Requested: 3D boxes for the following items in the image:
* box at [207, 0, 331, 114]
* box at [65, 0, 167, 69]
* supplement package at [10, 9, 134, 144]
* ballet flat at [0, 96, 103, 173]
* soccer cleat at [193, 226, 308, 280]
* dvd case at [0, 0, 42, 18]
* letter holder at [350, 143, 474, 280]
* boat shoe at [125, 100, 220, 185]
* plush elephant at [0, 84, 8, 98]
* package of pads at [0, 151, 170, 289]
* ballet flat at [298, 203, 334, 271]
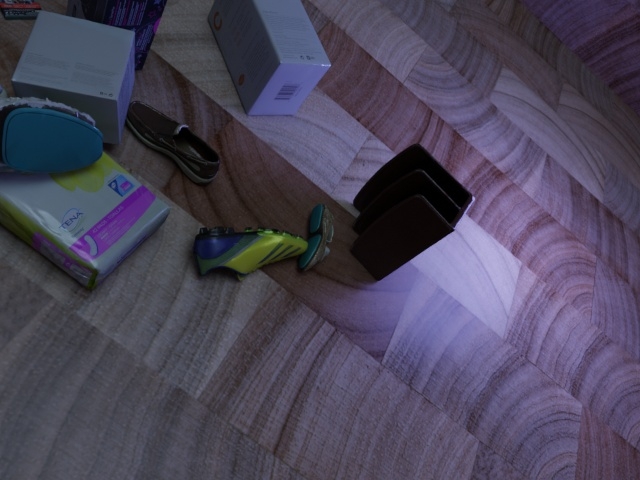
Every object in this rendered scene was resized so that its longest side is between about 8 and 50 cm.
[{"bbox_3d":[-0.149,-0.548,1.466,0.168,0.215,0.346,-11,71,-37],"label":"box"},{"bbox_3d":[-0.474,-0.529,1.218,0.142,0.247,0.164,-21,76,-40],"label":"box"},{"bbox_3d":[-0.507,-0.339,1.130,0.194,0.149,0.203,9,59,-14],"label":"supplement package"},{"bbox_3d":[-0.561,-0.191,0.878,0.408,0.147,0.147,-14,71,-56],"label":"ballet flat"},{"bbox_3d":[-0.157,0.030,1.228,0.289,0.093,0.121,0,94,-38],"label":"soccer cleat"},{"bbox_3d":[-0.707,-0.564,1.241,0.087,0.013,0.120,-21,78,-39],"label":"dvd case"},{"bbox_3d":[0.192,-0.071,1.354,0.214,0.302,0.152,45,49,-2],"label":"letter holder"},{"bbox_3d":[-0.336,-0.246,1.245,0.257,0.095,0.095,38,50,-9],"label":"boat shoe"},{"bbox_3d":[-0.698,-0.300,0.952,0.255,0.329,0.272,43,46,-36],"label":"plush elephant"},{"bbox_3d":[-0.484,-0.074,1.046,0.296,0.101,0.229,41,48,-6],"label":"package of pads"},{"bbox_3d":[0.000,0.000,1.346,0.067,0.073,0.206,37,52,-29],"label":"ballet flat"}]
